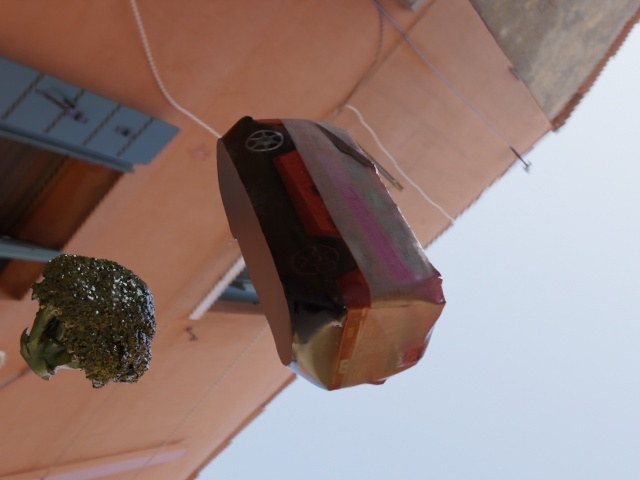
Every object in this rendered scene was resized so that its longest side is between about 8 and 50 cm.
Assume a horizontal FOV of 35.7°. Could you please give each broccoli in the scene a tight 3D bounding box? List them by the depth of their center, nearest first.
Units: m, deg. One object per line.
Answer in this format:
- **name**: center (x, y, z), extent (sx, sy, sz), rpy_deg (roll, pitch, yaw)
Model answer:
- **broccoli**: center (-0.202, 0.073, 0.867), extent (0.120, 0.130, 0.131), rpy_deg (-38, -92, 1)

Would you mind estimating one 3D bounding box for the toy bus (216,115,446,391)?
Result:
- **toy bus**: center (0.000, 0.000, 0.953), extent (0.302, 0.147, 0.127), rpy_deg (-115, -154, -45)
